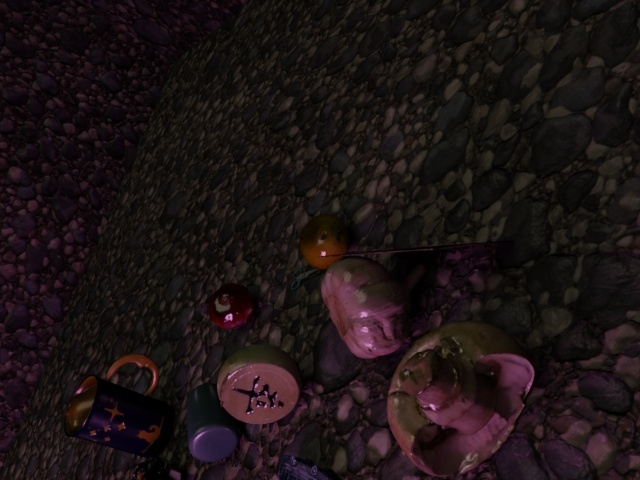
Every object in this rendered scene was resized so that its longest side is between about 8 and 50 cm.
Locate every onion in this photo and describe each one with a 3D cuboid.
[{"bbox_3d":[-0.241,0.178,1.840,0.131,0.131,0.131,-36,39,35],"label":"onion"}]

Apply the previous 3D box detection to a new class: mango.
[{"bbox_3d":[0.000,0.000,1.664,0.195,0.098,0.137,15,81,63],"label":"mango"}]

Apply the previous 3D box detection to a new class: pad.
[{"bbox_3d":[0.175,0.018,1.301,0.330,0.220,0.004,-6,89,54],"label":"pad"}]

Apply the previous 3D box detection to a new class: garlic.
[{"bbox_3d":[0.125,0.116,1.351,0.212,0.218,0.219,-23,25,-18],"label":"garlic"}]

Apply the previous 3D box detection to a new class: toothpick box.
[{"bbox_3d":[-0.272,0.443,1.666,0.120,0.120,0.184,-51,29,15],"label":"toothpick box"}]

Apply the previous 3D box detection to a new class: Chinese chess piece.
[{"bbox_3d":[-0.136,0.322,1.498,0.188,0.188,0.083,-49,20,18],"label":"Chinese chess piece"}]

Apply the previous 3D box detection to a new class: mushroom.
[{"bbox_3d":[0.198,0.231,1.088,0.253,0.195,0.189,-55,27,2],"label":"mushroom"}]

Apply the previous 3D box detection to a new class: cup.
[{"bbox_3d":[-0.537,0.472,1.887,0.255,0.256,0.178,-50,33,18],"label":"cup"}]

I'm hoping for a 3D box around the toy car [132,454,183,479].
[{"bbox_3d":[-0.455,0.703,1.715,0.193,0.118,0.301,-9,57,63],"label":"toy car"}]

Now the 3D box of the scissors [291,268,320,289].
[{"bbox_3d":[-0.039,0.090,1.721,0.119,0.014,0.058,-26,45,48],"label":"scissors"}]

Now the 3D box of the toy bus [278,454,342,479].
[{"bbox_3d":[-0.024,0.476,1.346,0.166,0.047,0.065,-1,67,55],"label":"toy bus"}]
